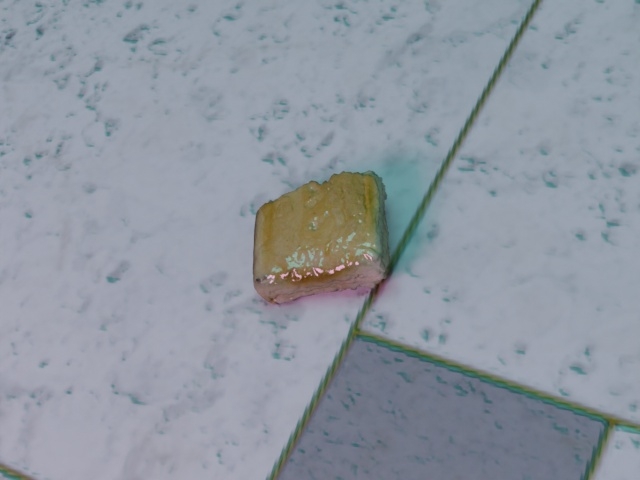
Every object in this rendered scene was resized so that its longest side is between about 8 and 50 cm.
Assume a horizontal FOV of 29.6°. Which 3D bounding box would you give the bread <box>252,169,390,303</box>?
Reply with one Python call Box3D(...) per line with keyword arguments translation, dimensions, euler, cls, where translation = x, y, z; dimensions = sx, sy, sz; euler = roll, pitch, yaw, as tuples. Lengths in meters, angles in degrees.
Box3D(translation=(0.000, 0.000, 0.694), dimensions=(0.083, 0.035, 0.070), euler=(-14, 52, 13), cls="bread")
